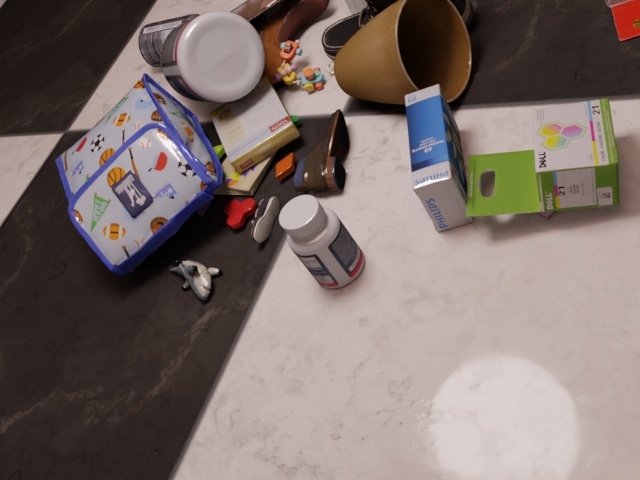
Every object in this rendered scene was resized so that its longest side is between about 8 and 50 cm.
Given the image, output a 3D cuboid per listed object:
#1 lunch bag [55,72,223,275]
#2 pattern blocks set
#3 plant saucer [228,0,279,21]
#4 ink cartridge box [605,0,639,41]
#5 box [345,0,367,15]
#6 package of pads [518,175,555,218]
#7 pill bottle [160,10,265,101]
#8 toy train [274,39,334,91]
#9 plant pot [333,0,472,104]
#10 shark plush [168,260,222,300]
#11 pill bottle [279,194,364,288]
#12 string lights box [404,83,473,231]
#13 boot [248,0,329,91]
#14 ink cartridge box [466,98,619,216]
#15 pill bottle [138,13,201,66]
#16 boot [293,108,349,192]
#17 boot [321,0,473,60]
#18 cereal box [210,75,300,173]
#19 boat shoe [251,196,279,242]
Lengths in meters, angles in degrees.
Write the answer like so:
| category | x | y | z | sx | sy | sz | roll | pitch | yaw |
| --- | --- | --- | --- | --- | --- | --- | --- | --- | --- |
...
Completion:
| category | x | y | z | sx | sy | sz | roll | pitch | yaw |
| --- | --- | --- | --- | --- | --- | --- | --- | --- | --- |
| lunch bag | -0.413 | -0.147 | 1.841 | 0.328 | 0.239 | 0.385 | -41 | 49 | 12 |
| pattern blocks set | -0.174 | -0.177 | 1.871 | 0.285 | 0.026 | 0.324 | 22 | 67 | 43 |
| plant saucer | -0.139 | -0.663 | 2.160 | 0.311 | 0.050 | 0.310 | -29 | 18 | 11 |
| ink cartridge box | 0.710 | -0.533 | 1.589 | 0.275 | 0.060 | 0.238 | -15 | 46 | 22 |
| box | 0.138 | -0.671 | 1.985 | 0.119 | 0.182 | 0.181 | 9 | 59 | 39 |
| package of pads | 0.392 | -0.077 | 1.417 | 0.050 | 0.032 | 0.083 | -39 | 43 | -7 |
| pill bottle | -0.284 | -0.453 | 1.986 | 0.210 | 0.210 | 0.363 | -44 | 22 | -8 |
| toy train | -0.047 | -0.437 | 1.960 | 0.166 | 0.046 | 0.125 | 28 | 76 | 22 |
| plant pot | 0.156 | -0.391 | 1.727 | 0.254 | 0.237 | 0.237 | -6 | 49 | 49 |
| shark plush | -0.288 | 0.077 | 1.709 | 0.161 | 0.073 | 0.067 | 16 | 94 | 36 |
| pill bottle | 0.000 | 0.000 | 1.493 | 0.108 | 0.180 | 0.107 | -17 | 46 | 19 |
| string lights box | 0.224 | -0.160 | 1.522 | 0.077 | 0.133 | 0.259 | -17 | 47 | 19 |
| boot | -0.093 | -0.513 | 2.064 | 0.264 | 0.096 | 0.280 | -16 | 49 | 17 |
| ink cartridge box | 0.379 | -0.141 | 1.390 | 0.255 | 0.097 | 0.188 | -5 | 42 | 17 |
| pill bottle | -0.393 | -0.577 | 2.285 | 0.246 | 0.130 | 0.130 | -1 | 53 | 31 |
| boot | 0.000 | -0.196 | 1.737 | 0.106 | 0.082 | 0.219 | -10 | 51 | 22 |
| boot | 0.122 | -0.540 | 1.795 | 0.378 | 0.284 | 0.138 | -3 | 70 | 31 |
| cereal box | -0.161 | -0.279 | 1.897 | 0.173 | 0.047 | 0.240 | -31 | 43 | 5 |
| boat shoe | -0.126 | -0.045 | 1.713 | 0.038 | 0.046 | 0.125 | -5 | 49 | 30 |
